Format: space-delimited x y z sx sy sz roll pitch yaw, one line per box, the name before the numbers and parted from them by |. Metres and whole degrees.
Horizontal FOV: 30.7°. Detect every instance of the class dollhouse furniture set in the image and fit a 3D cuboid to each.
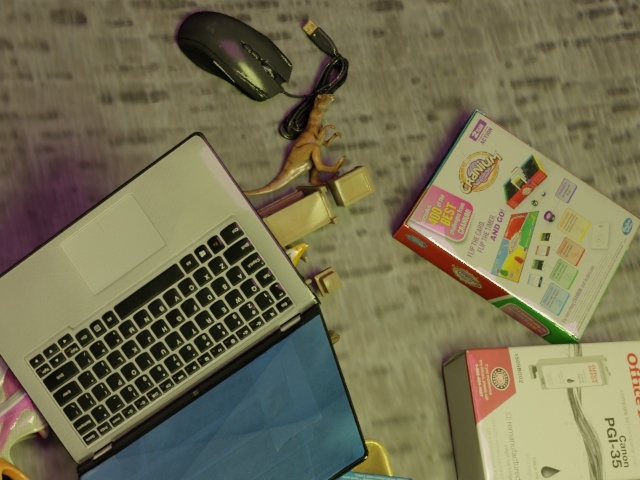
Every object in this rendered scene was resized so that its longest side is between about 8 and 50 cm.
dollhouse furniture set | 0.000 0.000 1.718 0.181 0.101 0.161 -28 104 -21

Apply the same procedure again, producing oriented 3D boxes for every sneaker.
sneaker | -0.389 0.204 1.536 0.111 0.103 0.252 34 73 -4

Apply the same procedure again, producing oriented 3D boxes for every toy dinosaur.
toy dinosaur | -0.027 -0.120 1.761 0.112 0.064 0.212 32 82 8

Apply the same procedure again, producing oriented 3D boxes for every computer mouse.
computer mouse | -0.078 -0.297 1.801 0.262 0.060 0.184 40 68 2

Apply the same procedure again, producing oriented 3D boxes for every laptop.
laptop | -0.199 0.149 1.345 0.382 0.236 0.408 -35 91 10

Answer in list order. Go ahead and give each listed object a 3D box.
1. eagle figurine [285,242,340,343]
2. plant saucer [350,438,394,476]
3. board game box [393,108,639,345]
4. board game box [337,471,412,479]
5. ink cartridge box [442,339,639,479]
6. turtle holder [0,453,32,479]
eagle figurine | -0.111 0.068 1.573 0.298 0.226 0.225 39 66 2
plant saucer | -0.034 0.462 1.534 0.332 0.081 0.333 -11 74 -18
board game box | 0.306 -0.018 1.792 0.316 0.064 0.242 34 67 0
board game box | -0.022 0.406 1.384 0.318 0.066 0.318 9 37 -15
ink cartridge box | 0.336 0.256 1.674 0.282 0.117 0.207 -2 71 -14
turtle holder | -0.467 0.359 1.359 0.320 0.227 0.243 4 45 -5
